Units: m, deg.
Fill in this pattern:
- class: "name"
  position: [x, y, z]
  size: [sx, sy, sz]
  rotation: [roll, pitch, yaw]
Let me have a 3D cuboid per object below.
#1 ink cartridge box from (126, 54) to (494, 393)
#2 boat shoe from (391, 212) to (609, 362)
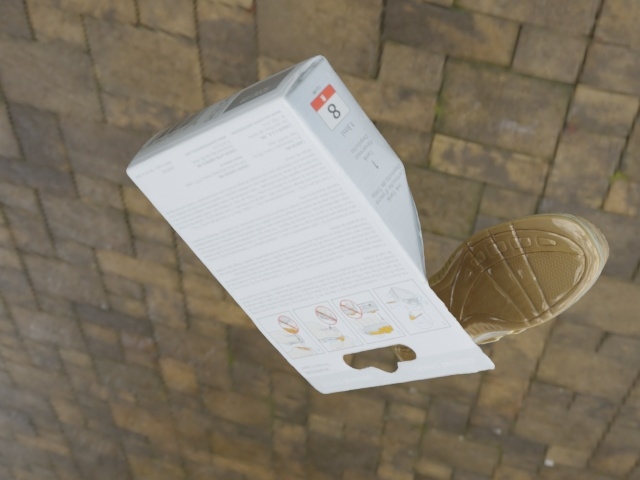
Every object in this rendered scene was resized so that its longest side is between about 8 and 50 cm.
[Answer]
- class: "ink cartridge box"
  position: [0.000, 0.000, 0.642]
  size: [0.145, 0.045, 0.179]
  rotation: [-17, 121, 49]
- class: "boat shoe"
  position: [0.105, 0.024, 0.703]
  size: [0.170, 0.059, 0.063]
  rotation: [-32, 84, 48]
